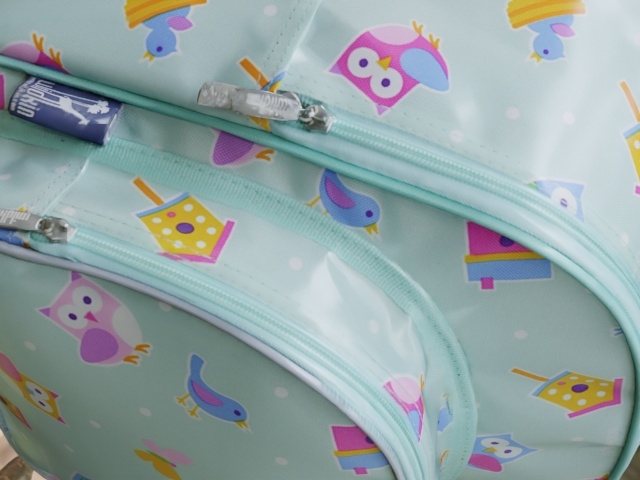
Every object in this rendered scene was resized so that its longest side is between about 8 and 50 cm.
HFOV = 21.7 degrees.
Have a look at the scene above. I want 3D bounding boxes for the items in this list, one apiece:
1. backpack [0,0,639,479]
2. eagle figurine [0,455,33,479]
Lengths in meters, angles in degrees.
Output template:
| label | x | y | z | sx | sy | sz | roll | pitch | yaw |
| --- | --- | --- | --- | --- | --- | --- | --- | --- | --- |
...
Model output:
| label | x | y | z | sx | sy | sz | roll | pitch | yaw |
| --- | --- | --- | --- | --- | --- | --- | --- | --- | --- |
| backpack | 0.000 | 0.000 | 0.417 | 0.166 | 0.188 | 0.144 | 81 | 21 | -55 |
| eagle figurine | -0.262 | 0.270 | 1.078 | 0.225 | 0.226 | 0.298 | -75 | -177 | -48 |
